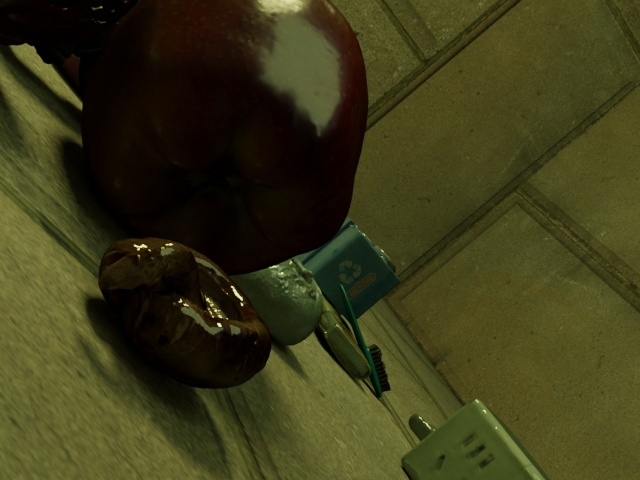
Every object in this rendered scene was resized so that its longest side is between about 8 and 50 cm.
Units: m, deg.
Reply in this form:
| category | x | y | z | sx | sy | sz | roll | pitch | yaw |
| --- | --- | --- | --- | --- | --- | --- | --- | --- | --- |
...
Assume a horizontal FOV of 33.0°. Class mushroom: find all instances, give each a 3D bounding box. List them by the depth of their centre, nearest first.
| category | x | y | z | sx | sy | sz | roll | pitch | yaw |
| --- | --- | --- | --- | --- | --- | --- | --- | --- | --- |
| mushroom | -0.101 | 0.046 | 0.748 | 0.135 | 0.080 | 0.170 | 38 | -2 | 29 |

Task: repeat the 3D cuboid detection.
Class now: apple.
| category | x | y | z | sx | sy | sz | roll | pitch | yaw |
| --- | --- | --- | --- | --- | --- | --- | --- | --- | --- |
| apple | -0.088 | -0.118 | 1.055 | 0.288 | 0.288 | 0.317 | 48 | 21 | -29 |

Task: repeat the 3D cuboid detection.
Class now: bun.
| category | x | y | z | sx | sy | sz | roll | pitch | yaw |
| --- | --- | --- | --- | --- | --- | --- | --- | --- | --- |
| bun | -0.052 | 0.055 | 1.289 | 0.141 | 0.083 | 0.141 | 47 | 4 | -4 |

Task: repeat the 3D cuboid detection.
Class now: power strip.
| category | x | y | z | sx | sy | sz | roll | pitch | yaw |
| --- | --- | --- | --- | --- | --- | --- | --- | --- | --- |
| power strip | 0.204 | 0.304 | 1.429 | 0.224 | 0.140 | 0.139 | 53 | 6 | 39 |

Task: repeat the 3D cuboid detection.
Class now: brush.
| category | x | y | z | sx | sy | sz | roll | pitch | yaw |
| --- | --- | --- | --- | --- | --- | --- | --- | --- | --- |
| brush | 0.073 | 0.158 | 1.735 | 0.043 | 0.032 | 0.193 | -176 | -112 | -85 |

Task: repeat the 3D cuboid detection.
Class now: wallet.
| category | x | y | z | sx | sy | sz | roll | pitch | yaw |
| --- | --- | --- | --- | --- | --- | --- | --- | --- | --- |
| wallet | 0.022 | 0.143 | 1.684 | 0.110 | 0.039 | 0.155 | 53 | 2 | -25 |

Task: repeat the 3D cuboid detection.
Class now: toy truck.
| category | x | y | z | sx | sy | sz | roll | pitch | yaw |
| --- | --- | --- | --- | --- | --- | --- | --- | --- | --- |
| toy truck | 0.000 | 0.000 | 1.897 | 0.367 | 0.146 | 0.175 | 46 | -6 | 48 |

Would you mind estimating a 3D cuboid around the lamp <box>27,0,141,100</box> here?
| category | x | y | z | sx | sy | sz | roll | pitch | yaw |
| --- | --- | --- | --- | --- | --- | --- | --- | --- | --- |
| lamp | -0.242 | -0.237 | 1.182 | 0.147 | 0.172 | 0.227 | 10 | -36 | 35 |

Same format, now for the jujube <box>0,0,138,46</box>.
| category | x | y | z | sx | sy | sz | roll | pitch | yaw |
| --- | --- | --- | --- | --- | --- | --- | --- | --- | --- |
| jujube | -0.293 | -0.301 | 0.862 | 0.258 | 0.258 | 0.377 | 52 | -3 | 34 |

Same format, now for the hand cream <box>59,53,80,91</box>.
| category | x | y | z | sx | sy | sz | roll | pitch | yaw |
| --- | --- | --- | --- | --- | --- | --- | --- | --- | --- |
| hand cream | -0.236 | -0.144 | 1.371 | 0.341 | 0.077 | 0.124 | 58 | 2 | -2 |
